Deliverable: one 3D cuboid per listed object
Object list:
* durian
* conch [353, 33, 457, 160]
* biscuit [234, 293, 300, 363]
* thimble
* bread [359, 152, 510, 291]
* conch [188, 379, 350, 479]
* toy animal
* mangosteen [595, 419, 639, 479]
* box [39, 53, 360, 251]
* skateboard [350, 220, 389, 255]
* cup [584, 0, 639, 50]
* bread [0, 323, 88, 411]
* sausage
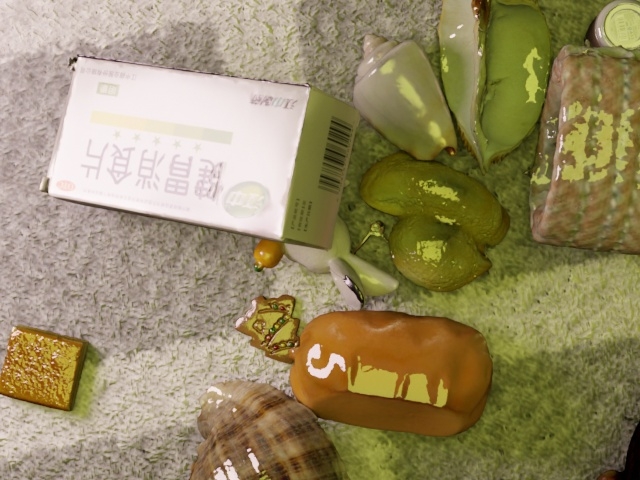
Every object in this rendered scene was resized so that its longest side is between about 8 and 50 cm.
[{"bbox_3d":[0.205,-0.211,1.582,0.145,0.139,0.252,8,109,4],"label":"durian"},{"bbox_3d":[0.101,-0.171,1.616,0.104,0.094,0.176,-35,97,-5],"label":"conch"},{"bbox_3d":[-0.058,0.111,1.647,0.082,0.016,0.092,-25,85,2],"label":"biscuit"},{"bbox_3d":[0.319,-0.099,1.533,0.148,0.196,0.229,5,125,0],"label":"thimble"},{"bbox_3d":[0.130,-0.027,1.602,0.188,0.065,0.149,31,78,1],"label":"bread"},{"bbox_3d":[-0.086,0.304,1.555,0.159,0.210,0.291,-19,74,-40],"label":"conch"},{"bbox_3d":[0.000,0.000,1.591,0.131,0.127,0.181,-10,86,-36],"label":"toy animal"},{"bbox_3d":[0.454,0.299,1.485,0.297,0.293,0.297,17,55,-25],"label":"mangosteen"},{"bbox_3d":[-0.140,-0.102,1.550,0.333,0.145,0.173,11,87,24],"label":"box"},{"bbox_3d":[0.080,0.023,1.637,0.083,0.032,0.064,41,101,6],"label":"skateboard"},{"bbox_3d":[0.366,-0.234,1.591,0.102,0.099,0.074,39,91,4],"label":"cup"},{"bbox_3d":[-0.340,0.157,1.653,0.094,0.035,0.090,14,89,4],"label":"bread"},{"bbox_3d":[0.081,0.155,1.584,0.241,0.120,0.136,4,55,2],"label":"sausage"}]
